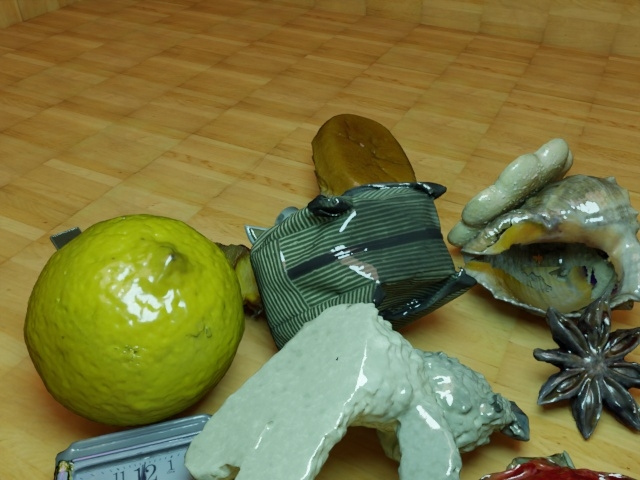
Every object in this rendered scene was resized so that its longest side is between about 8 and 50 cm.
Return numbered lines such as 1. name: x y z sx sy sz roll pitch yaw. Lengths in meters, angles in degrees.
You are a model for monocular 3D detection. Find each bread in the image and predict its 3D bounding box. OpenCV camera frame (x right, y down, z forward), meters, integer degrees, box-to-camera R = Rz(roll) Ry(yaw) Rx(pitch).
1. bread: 0.391 -0.084 1.224 0.316 0.316 0.054 -25 67 -29
2. bread: 0.092 -0.145 1.374 0.235 0.183 0.389 -6 38 -12

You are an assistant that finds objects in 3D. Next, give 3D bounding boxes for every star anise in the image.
1. star anise: 0.439 0.212 0.955 0.230 0.081 0.263 -31 81 -16

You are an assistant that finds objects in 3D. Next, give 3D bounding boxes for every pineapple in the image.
1. pineapple: -0.147 0.101 1.138 0.249 0.139 0.164 5 77 31

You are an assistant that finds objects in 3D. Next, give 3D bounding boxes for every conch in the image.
1. conch: 0.448 0.041 1.131 0.352 0.210 0.297 -22 48 5

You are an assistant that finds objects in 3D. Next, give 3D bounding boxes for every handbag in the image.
1. handbag: 0.076 0.038 0.988 0.340 0.240 0.248 -9 78 -36

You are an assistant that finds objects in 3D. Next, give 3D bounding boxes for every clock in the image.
1. clock: -0.233 0.347 0.806 0.253 0.083 0.186 -9 38 -12

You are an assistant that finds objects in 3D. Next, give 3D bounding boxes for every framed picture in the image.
1. framed picture: -0.546 0.004 1.319 0.066 0.007 0.089 -24 44 -29

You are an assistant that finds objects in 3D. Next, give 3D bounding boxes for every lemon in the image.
1. lemon: -0.274 0.120 0.906 0.335 0.336 0.336 0 37 0

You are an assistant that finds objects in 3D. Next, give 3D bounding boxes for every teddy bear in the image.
1. teddy bear: 0.083 0.275 0.825 0.375 0.362 0.327 -51 32 -18

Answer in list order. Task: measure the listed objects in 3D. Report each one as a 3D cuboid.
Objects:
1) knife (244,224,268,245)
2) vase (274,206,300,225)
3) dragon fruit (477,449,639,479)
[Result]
1. knife: 0.013 0.041 1.142 0.342 0.027 0.061 20 75 -13
2. vase: 0.000 0.000 1.261 0.219 0.096 0.096 29 46 36
3. dragon fruit: 0.262 0.378 0.621 0.277 0.278 0.343 6 36 8
